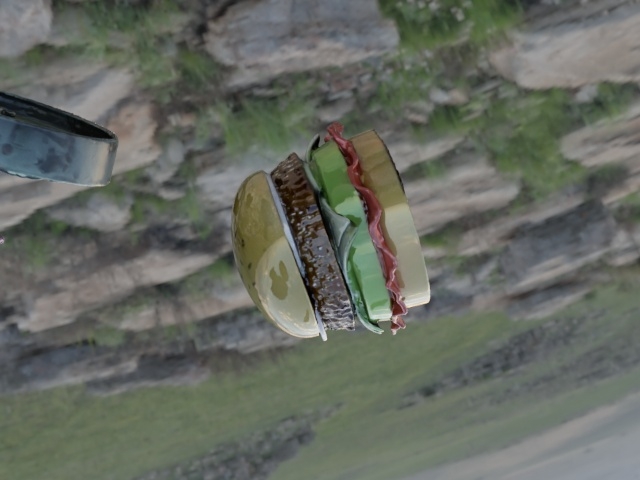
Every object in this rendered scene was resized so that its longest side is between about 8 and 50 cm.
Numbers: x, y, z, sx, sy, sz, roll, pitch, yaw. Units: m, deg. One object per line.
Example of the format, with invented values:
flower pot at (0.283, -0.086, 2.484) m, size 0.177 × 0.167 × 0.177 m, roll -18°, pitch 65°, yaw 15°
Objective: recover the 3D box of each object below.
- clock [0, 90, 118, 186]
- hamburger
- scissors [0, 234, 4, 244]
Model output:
clock at (-0.421, -0.149, 1.384) m, size 0.325 × 0.325 × 0.067 m, roll 7°, pitch 104°, yaw -54°
hamburger at (0.001, 0.003, 0.836) m, size 0.137 × 0.175 × 0.175 m, roll -20°, pitch 162°, yaw -3°
scissors at (-0.367, 0.053, 0.976) m, size 0.187 × 0.020 × 0.133 m, roll -41°, pitch 178°, yaw -37°
